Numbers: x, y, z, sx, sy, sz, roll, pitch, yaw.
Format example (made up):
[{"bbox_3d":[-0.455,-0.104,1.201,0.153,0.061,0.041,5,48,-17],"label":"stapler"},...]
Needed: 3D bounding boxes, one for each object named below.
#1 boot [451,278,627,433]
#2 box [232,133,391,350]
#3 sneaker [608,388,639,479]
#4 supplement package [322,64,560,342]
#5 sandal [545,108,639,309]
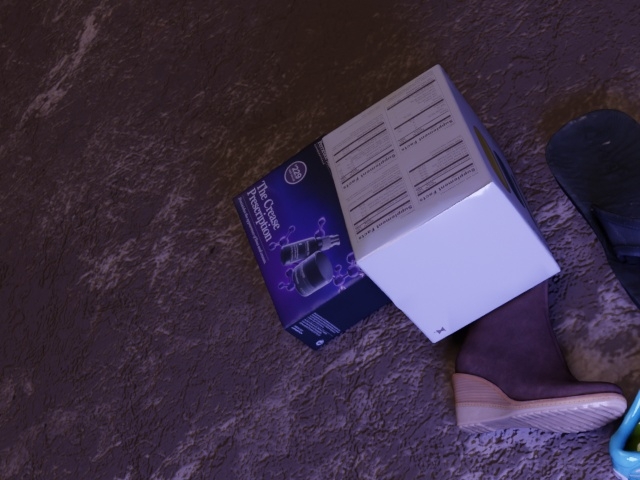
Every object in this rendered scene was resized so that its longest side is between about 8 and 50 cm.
[{"bbox_3d":[0.271,0.133,1.380,0.248,0.090,0.206,-13,57,43],"label":"boot"},{"bbox_3d":[0.000,0.000,1.635,0.184,0.103,0.261,-33,53,11],"label":"box"},{"bbox_3d":[0.432,0.168,1.263,0.107,0.110,0.275,36,88,40],"label":"sneaker"},{"bbox_3d":[0.154,-0.050,1.463,0.198,0.199,0.262,-32,40,15],"label":"supplement package"},{"bbox_3d":[0.399,-0.035,1.338,0.168,0.107,0.445,-35,42,2],"label":"sandal"}]
